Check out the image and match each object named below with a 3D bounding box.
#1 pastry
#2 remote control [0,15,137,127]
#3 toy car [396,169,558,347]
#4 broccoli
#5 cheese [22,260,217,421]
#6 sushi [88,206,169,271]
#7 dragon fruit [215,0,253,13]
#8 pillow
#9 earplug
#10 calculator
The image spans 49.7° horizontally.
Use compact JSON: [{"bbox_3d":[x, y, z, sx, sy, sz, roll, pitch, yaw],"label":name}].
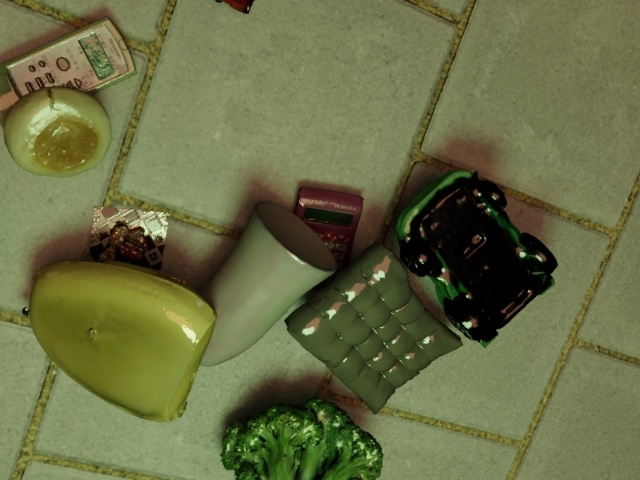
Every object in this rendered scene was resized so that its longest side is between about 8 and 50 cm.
[{"bbox_3d":[-0.401,-0.169,1.059,0.156,0.092,0.156,-24,144,-18],"label":"pastry"},{"bbox_3d":[-0.412,-0.260,1.085,0.233,0.038,0.098,-28,110,-8],"label":"remote control"},{"bbox_3d":[0.286,0.043,1.289,0.213,0.176,0.359,-43,107,-3],"label":"toy car"},{"bbox_3d":[-0.042,0.434,1.248,0.307,0.275,0.308,4,117,8],"label":"broccoli"},{"bbox_3d":[-0.335,0.143,1.124,0.315,0.128,0.260,28,108,5],"label":"cheese"},{"bbox_3d":[-0.327,0.007,1.180,0.125,0.026,0.120,6,101,-17],"label":"sushi"},{"bbox_3d":[-0.182,-0.427,1.069,0.192,0.122,0.092,19,113,-22],"label":"dragon fruit"},{"bbox_3d":[0.101,0.163,1.259,0.228,0.101,0.326,-41,129,-2],"label":"pillow"},{"bbox_3d":[-0.132,0.098,1.189,0.172,0.172,0.301,35,108,-20],"label":"earplug"},{"bbox_3d":[0.000,0.000,1.268,0.126,0.034,0.191,8,107,-18],"label":"calculator"}]
